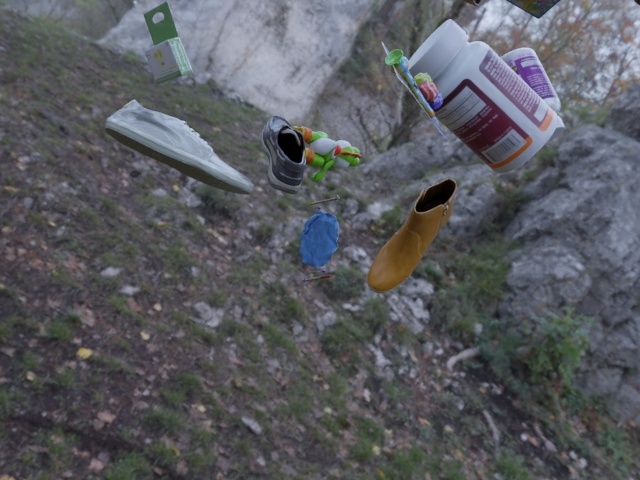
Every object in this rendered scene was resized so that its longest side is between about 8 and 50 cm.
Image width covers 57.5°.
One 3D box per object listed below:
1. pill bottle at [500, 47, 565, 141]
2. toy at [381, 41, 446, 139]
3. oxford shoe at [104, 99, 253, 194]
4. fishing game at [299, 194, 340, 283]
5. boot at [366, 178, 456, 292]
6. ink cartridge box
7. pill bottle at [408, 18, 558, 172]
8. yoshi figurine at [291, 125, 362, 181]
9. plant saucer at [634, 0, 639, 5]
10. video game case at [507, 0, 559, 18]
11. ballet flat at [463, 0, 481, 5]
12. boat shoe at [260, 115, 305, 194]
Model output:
[{"bbox_3d":[0.696,-0.475,1.955,0.301,0.169,0.169,70,14,16],"label":"pill bottle"},{"bbox_3d":[0.229,-0.345,1.312,0.237,0.056,0.136,33,32,-43],"label":"toy"},{"bbox_3d":[-0.385,-0.265,1.675,0.449,0.130,0.169,27,-15,-14],"label":"oxford shoe"},{"bbox_3d":[0.000,0.000,1.814,0.041,0.264,0.189,16,-21,-38],"label":"fishing game"},{"bbox_3d":[0.219,-0.016,1.428,0.104,0.295,0.211,39,-17,19],"label":"boot"},{"bbox_3d":[-0.538,-0.665,1.978,0.171,0.056,0.235,1,-63,46],"label":"ink cartridge box"},{"bbox_3d":[0.420,-0.385,1.567,0.392,0.224,0.224,40,3,-11],"label":"pill bottle"},{"bbox_3d":[0.004,-0.360,2.418,0.362,0.203,0.203,5,36,-46],"label":"yoshi figurine"},{"bbox_3d":[1.124,-0.866,1.948,0.168,0.029,0.168,33,-42,37],"label":"plant saucer"},{"bbox_3d":[0.404,-0.478,1.048,0.119,0.015,0.166,23,-22,-15],"label":"video game case"},{"bbox_3d":[0.459,-0.739,1.566,0.124,0.116,0.342,39,-13,-1],"label":"ballet flat"},{"bbox_3d":[-0.101,-0.296,1.844,0.132,0.130,0.355,12,40,-26],"label":"boat shoe"}]
